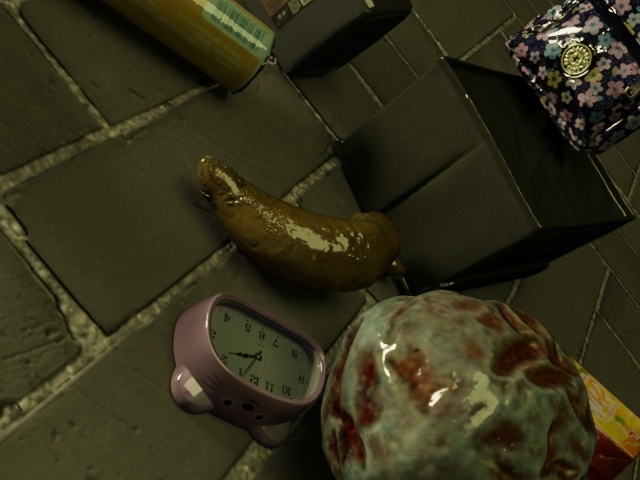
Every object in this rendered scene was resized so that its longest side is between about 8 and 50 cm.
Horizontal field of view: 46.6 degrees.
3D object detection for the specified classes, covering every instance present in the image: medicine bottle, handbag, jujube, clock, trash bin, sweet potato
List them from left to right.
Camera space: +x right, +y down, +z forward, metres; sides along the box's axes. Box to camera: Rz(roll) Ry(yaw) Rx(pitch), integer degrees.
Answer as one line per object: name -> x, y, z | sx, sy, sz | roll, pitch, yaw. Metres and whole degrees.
medicine bottle -> -0.241, -0.313, 0.802 | 0.426, 0.108, 0.108 | 33, 43, -28
clock -> -0.065, 0.122, 0.701 | 0.153, 0.050, 0.110 | 32, 43, -26
trash bin -> -0.023, -0.388, 1.006 | 0.182, 0.210, 0.290 | -26, 88, -54
sweet potato -> 0.003, 0.003, 0.827 | 0.310, 0.098, 0.124 | 16, 30, -37
jujube -> 0.137, 0.170, 0.719 | 0.308, 0.216, 0.246 | 3, 81, -52
handbag -> 0.385, -0.243, 0.989 | 0.127, 0.208, 0.228 | 0, 58, -52

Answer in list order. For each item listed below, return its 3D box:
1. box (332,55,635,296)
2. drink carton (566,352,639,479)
box -> 0.238, -0.082, 1.046 | 0.345, 0.204, 0.251 | -6, 66, -49
drink carton -> 0.306, 0.201, 0.952 | 0.096, 0.071, 0.223 | -10, 48, -49
